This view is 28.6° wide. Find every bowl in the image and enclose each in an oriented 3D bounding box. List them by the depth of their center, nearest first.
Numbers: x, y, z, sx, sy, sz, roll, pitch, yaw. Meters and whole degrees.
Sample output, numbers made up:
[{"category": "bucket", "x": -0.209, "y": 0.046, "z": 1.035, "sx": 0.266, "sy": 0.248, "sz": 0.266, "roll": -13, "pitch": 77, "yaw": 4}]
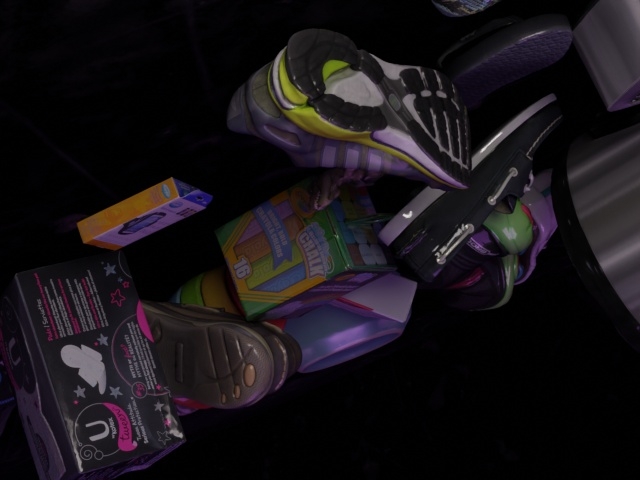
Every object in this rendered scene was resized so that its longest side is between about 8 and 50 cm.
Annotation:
[{"category": "bowl", "x": 0.019, "y": 0.104, "z": 1.993, "sx": 0.311, "sy": 0.163, "sz": 0.311, "roll": -20, "pitch": 169, "yaw": -4}]

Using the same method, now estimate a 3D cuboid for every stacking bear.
[{"category": "stacking bear", "x": -0.114, "y": 0.098, "z": 1.782, "sx": 0.289, "sy": 0.175, "sz": 0.164, "roll": -37, "pitch": 170, "yaw": 22}]

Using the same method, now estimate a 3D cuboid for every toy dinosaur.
[{"category": "toy dinosaur", "x": 0.097, "y": -0.102, "z": 1.482, "sx": 0.268, "sy": 0.064, "sz": 0.118, "roll": -17, "pitch": 171, "yaw": -40}]

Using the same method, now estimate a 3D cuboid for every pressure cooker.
[{"category": "pressure cooker", "x": 0.564, "y": -0.067, "z": 1.637, "sx": 0.420, "sy": 0.370, "sz": 0.375, "roll": -32, "pitch": 135, "yaw": 33}]

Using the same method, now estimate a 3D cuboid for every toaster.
[{"category": "toaster", "x": 0.353, "y": -0.222, "z": 1.254, "sx": 0.185, "sy": 0.110, "sz": 0.168, "roll": -17, "pitch": 166, "yaw": -20}]

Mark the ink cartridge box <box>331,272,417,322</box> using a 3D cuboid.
[{"category": "ink cartridge box", "x": 0.055, "y": 0.068, "z": 1.794, "sx": 0.109, "sy": 0.063, "sz": 0.150, "roll": 21, "pitch": 174, "yaw": -18}]

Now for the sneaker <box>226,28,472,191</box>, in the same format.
[{"category": "sneaker", "x": 0.038, "y": -0.111, "z": 1.183, "sx": 0.121, "sy": 0.111, "sz": 0.300, "roll": -16, "pitch": 155, "yaw": 40}]

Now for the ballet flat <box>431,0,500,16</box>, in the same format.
[{"category": "ballet flat", "x": 0.170, "y": -0.237, "z": 0.996, "sx": 0.188, "sy": 0.070, "sz": 0.070, "roll": -28, "pitch": 167, "yaw": 13}]

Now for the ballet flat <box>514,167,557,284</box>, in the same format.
[{"category": "ballet flat", "x": 0.343, "y": -0.021, "z": 2.125, "sx": 0.139, "sy": 0.139, "sz": 0.400, "roll": -19, "pitch": 167, "yaw": -10}]

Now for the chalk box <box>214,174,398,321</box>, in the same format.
[{"category": "chalk box", "x": 0.000, "y": 0.000, "z": 1.578, "sx": 0.213, "sy": 0.132, "sz": 0.132, "roll": -28, "pitch": 165, "yaw": 27}]

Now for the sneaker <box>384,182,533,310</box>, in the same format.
[{"category": "sneaker", "x": 0.191, "y": -0.007, "z": 1.857, "sx": 0.202, "sy": 0.185, "sz": 0.483, "roll": -8, "pitch": 162, "yaw": 1}]

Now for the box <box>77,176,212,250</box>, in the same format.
[{"category": "box", "x": -0.187, "y": -0.031, "z": 1.366, "sx": 0.136, "sy": 0.028, "sz": 0.081, "roll": -26, "pitch": 167, "yaw": 11}]

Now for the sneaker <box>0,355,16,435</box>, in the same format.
[{"category": "sneaker", "x": -0.475, "y": 0.201, "z": 1.718, "sx": 0.341, "sy": 0.125, "sz": 0.139, "roll": -38, "pitch": 152, "yaw": 29}]

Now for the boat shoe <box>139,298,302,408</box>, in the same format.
[{"category": "boat shoe", "x": -0.172, "y": 0.148, "z": 1.653, "sx": 0.355, "sy": 0.132, "sz": 0.130, "roll": 12, "pitch": -171, "yaw": 40}]

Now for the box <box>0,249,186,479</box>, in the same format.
[{"category": "box", "x": -0.287, "y": 0.162, "z": 1.508, "sx": 0.142, "sy": 0.247, "sz": 0.163, "roll": -12, "pitch": 165, "yaw": -31}]

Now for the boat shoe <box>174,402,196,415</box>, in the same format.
[{"category": "boat shoe", "x": -0.160, "y": 0.178, "z": 2.177, "sx": 0.324, "sy": 0.123, "sz": 0.116, "roll": -27, "pitch": -156, "yaw": -16}]

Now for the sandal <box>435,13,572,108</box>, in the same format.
[{"category": "sandal", "x": 0.155, "y": -0.181, "z": 1.262, "sx": 0.097, "sy": 0.054, "sz": 0.254, "roll": -7, "pitch": 172, "yaw": -26}]

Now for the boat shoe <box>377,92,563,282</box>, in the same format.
[{"category": "boat shoe", "x": 0.201, "y": -0.065, "z": 1.530, "sx": 0.302, "sy": 0.091, "sz": 0.114, "roll": -40, "pitch": 177, "yaw": -17}]
